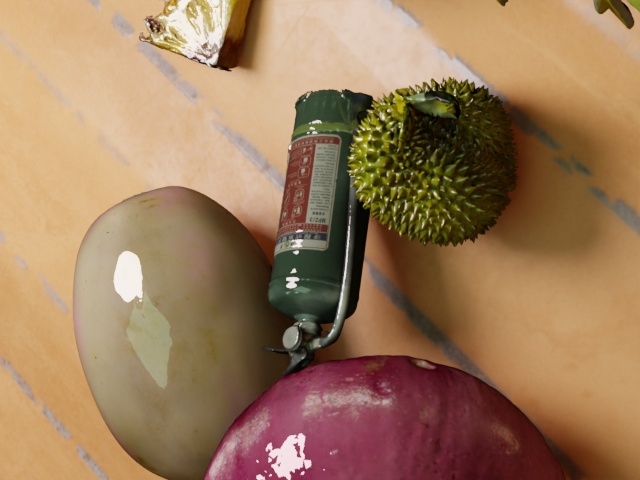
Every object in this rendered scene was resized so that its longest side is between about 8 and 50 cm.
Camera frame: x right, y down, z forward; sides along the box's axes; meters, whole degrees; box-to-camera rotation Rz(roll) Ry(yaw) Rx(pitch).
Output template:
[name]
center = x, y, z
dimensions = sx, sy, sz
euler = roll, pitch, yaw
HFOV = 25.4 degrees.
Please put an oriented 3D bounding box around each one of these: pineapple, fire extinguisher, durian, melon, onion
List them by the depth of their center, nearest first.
[onion]
center = 0.044, 0.293, 1.308
dimensions = 0.358, 0.345, 0.358
euler = 18, 130, 22
[durian]
center = 0.101, -0.070, 1.325
dimensions = 0.146, 0.198, 0.159
euler = 1, 101, 35
[fire extinguisher]
center = 0.000, 0.000, 1.383
dimensions = 0.118, 0.093, 0.294
euler = -12, 62, 45
[melon]
center = -0.139, 0.102, 1.469
dimensions = 0.223, 0.223, 0.317
euler = -20, 92, 31
[pineapple]
center = -0.121, -0.231, 1.516
dimensions = 0.137, 0.069, 0.116
euler = -33, 77, 27

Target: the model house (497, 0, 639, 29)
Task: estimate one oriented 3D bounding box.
[model house]
center = 0.158, -0.251, 1.197
dimensions = 0.300, 0.323, 0.340
euler = 52, 135, 21
